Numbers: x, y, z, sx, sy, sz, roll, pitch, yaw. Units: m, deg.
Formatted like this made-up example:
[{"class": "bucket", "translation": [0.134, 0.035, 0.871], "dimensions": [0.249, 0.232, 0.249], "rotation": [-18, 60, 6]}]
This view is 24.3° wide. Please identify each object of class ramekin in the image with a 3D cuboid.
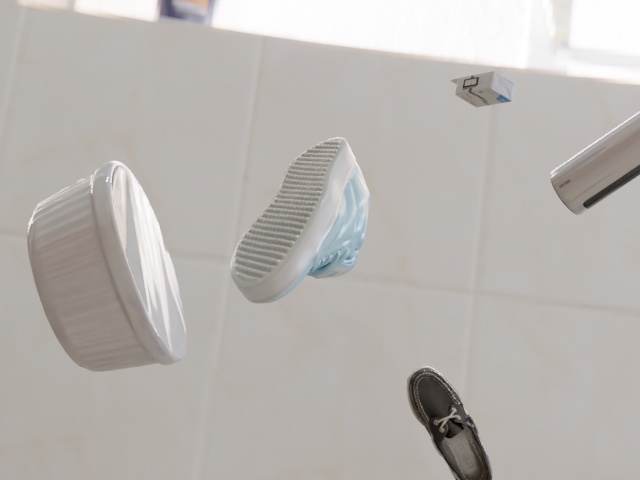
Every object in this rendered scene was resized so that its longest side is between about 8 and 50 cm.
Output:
[{"class": "ramekin", "translation": [-0.276, 0.043, 1.907], "dimensions": [0.127, 0.273, 0.273], "rotation": [-17, -19, 5]}]

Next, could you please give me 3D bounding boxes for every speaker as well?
[{"class": "speaker", "translation": [0.302, -0.084, 1.507], "dimensions": [0.136, 0.055, 0.055], "rotation": [-36, -36, 25]}]

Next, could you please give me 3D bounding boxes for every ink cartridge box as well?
[{"class": "ink cartridge box", "translation": [0.224, -0.210, 2.084], "dimensions": [0.048, 0.028, 0.083], "rotation": [26, -20, -38]}]

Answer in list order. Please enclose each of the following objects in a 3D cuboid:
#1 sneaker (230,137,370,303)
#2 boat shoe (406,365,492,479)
[{"class": "sneaker", "translation": [0.000, 0.000, 1.999], "dimensions": [0.135, 0.366, 0.150], "rotation": [-20, -67, 31]}, {"class": "boat shoe", "translation": [0.117, 0.170, 1.328], "dimensions": [0.046, 0.125, 0.038], "rotation": [-25, 9, -7]}]
